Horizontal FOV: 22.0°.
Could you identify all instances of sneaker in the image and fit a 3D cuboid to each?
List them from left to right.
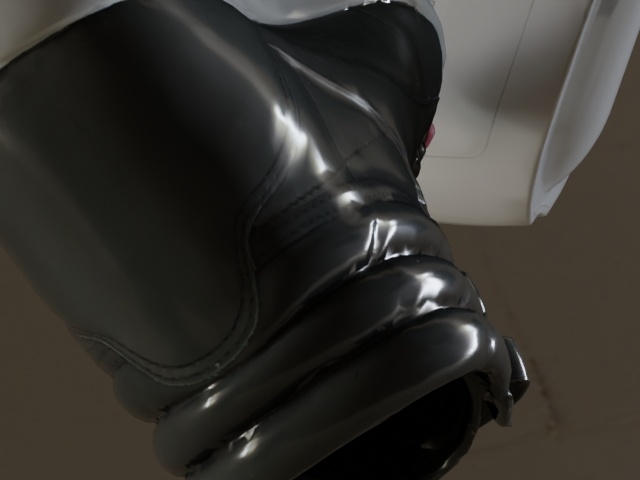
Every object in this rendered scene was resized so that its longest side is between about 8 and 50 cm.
[{"bbox_3d":[0.000,0.000,0.480,0.147,0.105,0.296,58,-162,5],"label":"sneaker"}]

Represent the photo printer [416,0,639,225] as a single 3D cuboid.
[{"bbox_3d":[0.027,-0.169,0.684,0.256,0.307,0.107,21,-166,17],"label":"photo printer"}]
